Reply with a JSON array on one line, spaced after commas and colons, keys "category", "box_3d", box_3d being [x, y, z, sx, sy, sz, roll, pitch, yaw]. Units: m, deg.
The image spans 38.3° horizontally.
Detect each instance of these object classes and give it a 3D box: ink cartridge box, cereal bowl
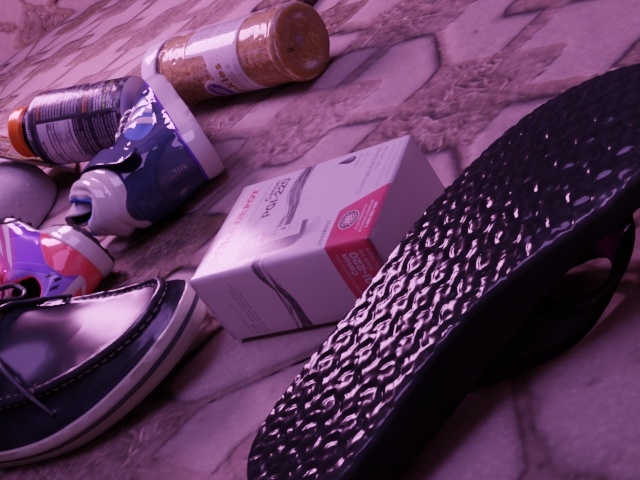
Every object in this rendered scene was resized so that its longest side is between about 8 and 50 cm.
[{"category": "ink cartridge box", "box_3d": [0.000, 0.000, 0.904, 0.218, 0.092, 0.158, -16, 33, 35]}, {"category": "cereal bowl", "box_3d": [-0.644, -0.040, 1.629, 0.339, 0.141, 0.339, -27, 28, 16]}]

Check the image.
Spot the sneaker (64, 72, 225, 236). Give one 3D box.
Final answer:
[{"category": "sneaker", "box_3d": [-0.288, -0.118, 1.360, 0.236, 0.130, 0.323, -33, 33, -5]}]

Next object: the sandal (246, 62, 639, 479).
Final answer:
[{"category": "sandal", "box_3d": [0.123, 0.049, 0.705, 0.446, 0.107, 0.167, -48, 29, 4]}]

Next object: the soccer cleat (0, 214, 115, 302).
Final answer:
[{"category": "soccer cleat", "box_3d": [-0.412, 0.040, 1.289, 0.318, 0.108, 0.116, 4, 51, 47]}]

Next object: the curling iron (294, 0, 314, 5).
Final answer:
[{"category": "curling iron", "box_3d": [-0.034, -0.448, 1.692, 0.068, 0.035, 0.274, -7, 39, 42]}]

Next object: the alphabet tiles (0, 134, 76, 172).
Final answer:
[{"category": "alphabet tiles", "box_3d": [-0.549, -0.166, 1.691, 0.237, 0.198, 0.009, -134, 56, -71]}]

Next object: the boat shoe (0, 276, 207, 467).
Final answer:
[{"category": "boat shoe", "box_3d": [-0.347, 0.140, 1.008, 0.500, 0.156, 0.187, -21, 29, 24]}]

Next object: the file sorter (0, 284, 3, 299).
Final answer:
[{"category": "file sorter", "box_3d": [-0.646, 0.090, 1.381, 0.291, 0.182, 0.202, -34, 27, 2]}]

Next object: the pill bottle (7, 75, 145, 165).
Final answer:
[{"category": "pill bottle", "box_3d": [-0.404, -0.198, 1.556, 0.246, 0.130, 0.130, -5, 38, 21]}]

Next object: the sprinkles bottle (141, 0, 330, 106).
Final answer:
[{"category": "sprinkles bottle", "box_3d": [-0.146, -0.293, 1.483, 0.355, 0.121, 0.121, -1, 43, 47]}]
